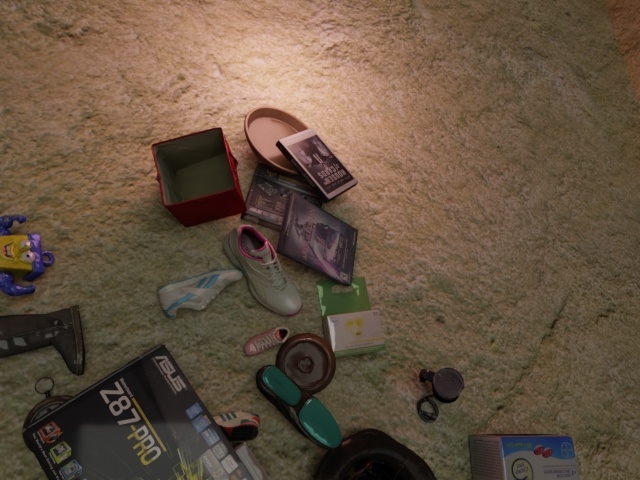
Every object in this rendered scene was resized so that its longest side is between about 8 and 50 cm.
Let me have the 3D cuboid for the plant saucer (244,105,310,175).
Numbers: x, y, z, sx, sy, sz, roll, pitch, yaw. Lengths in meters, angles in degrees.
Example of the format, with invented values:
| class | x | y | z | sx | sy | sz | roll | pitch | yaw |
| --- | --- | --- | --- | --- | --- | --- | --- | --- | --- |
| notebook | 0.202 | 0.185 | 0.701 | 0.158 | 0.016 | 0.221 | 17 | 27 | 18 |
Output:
| class | x | y | z | sx | sy | sz | roll | pitch | yaw |
| --- | --- | --- | --- | --- | --- | --- | --- | --- | --- |
| plant saucer | -0.119 | -0.310 | 1.422 | 0.278 | 0.041 | 0.277 | 20 | 49 | -24 |

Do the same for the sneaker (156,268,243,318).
| class | x | y | z | sx | sy | sz | roll | pitch | yaw |
| --- | --- | --- | --- | --- | --- | --- | --- | --- | --- |
| sneaker | -0.316 | 0.138 | 1.212 | 0.229 | 0.087 | 0.092 | -19 | 85 | -18 |

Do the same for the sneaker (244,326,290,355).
| class | x | y | z | sx | sy | sz | roll | pitch | yaw |
| --- | --- | --- | --- | --- | --- | --- | --- | --- | --- |
| sneaker | -0.143 | 0.272 | 1.227 | 0.134 | 0.070 | 0.051 | -21 | 81 | -24 |

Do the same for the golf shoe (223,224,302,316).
| class | x | y | z | sx | sy | sz | roll | pitch | yaw |
| --- | --- | --- | --- | --- | --- | --- | --- | --- | --- |
| golf shoe | -0.155 | 0.084 | 1.254 | 0.115 | 0.140 | 0.306 | -41 | 89 | -29 |

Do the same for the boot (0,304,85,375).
| class | x | y | z | sx | sy | sz | roll | pitch | yaw |
| --- | --- | --- | --- | --- | --- | --- | --- | --- | --- |
| boot | -0.670 | 0.247 | 1.044 | 0.209 | 0.076 | 0.189 | -8 | 60 | -29 |

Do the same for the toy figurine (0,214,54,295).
| class | x | y | z | sx | sy | sz | roll | pitch | yaw |
| --- | --- | --- | --- | --- | --- | --- | --- | --- | --- |
| toy figurine | -0.772 | 0.025 | 1.083 | 0.217 | 0.191 | 0.362 | 6 | 58 | -50 |

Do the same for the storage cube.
| class | x | y | z | sx | sy | sz | roll | pitch | yaw |
| --- | --- | --- | --- | --- | --- | --- | --- | --- | --- |
| storage cube | -0.320 | -0.165 | 1.226 | 0.215 | 0.193 | 0.183 | -15 | 76 | -5 |

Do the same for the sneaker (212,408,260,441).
| class | x | y | z | sx | sy | sz | roll | pitch | yaw |
| --- | --- | --- | --- | --- | --- | --- | --- | --- | --- |
| sneaker | -0.231 | 0.466 | 1.138 | 0.161 | 0.075 | 0.057 | -2 | 102 | 5 |

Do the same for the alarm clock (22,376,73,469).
| class | x | y | z | sx | sy | sz | roll | pitch | yaw |
| --- | --- | --- | --- | --- | --- | --- | --- | --- | --- |
| alarm clock | -0.606 | 0.402 | 1.020 | 0.129 | 0.064 | 0.192 | -21 | 76 | -25 |

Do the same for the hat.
| class | x | y | z | sx | sy | sz | roll | pitch | yaw |
| --- | --- | --- | --- | --- | --- | --- | --- | --- | --- |
| hat | 0.136 | 0.668 | 1.149 | 0.332 | 0.134 | 0.331 | 6 | 53 | -7 |

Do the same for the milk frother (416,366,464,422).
| class | x | y | z | sx | sy | sz | roll | pitch | yaw |
| --- | --- | --- | --- | --- | --- | --- | --- | --- | --- |
| milk frother | 0.346 | 0.451 | 1.301 | 0.129 | 0.134 | 0.143 | 1 | 64 | 13 |

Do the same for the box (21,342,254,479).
| class | x | y | z | sx | sy | sz | roll | pitch | yaw |
| --- | --- | --- | --- | --- | --- | --- | --- | --- | --- |
| box | -0.379 | 0.474 | 0.966 | 0.318 | 0.097 | 0.395 | -30 | 74 | -30 |

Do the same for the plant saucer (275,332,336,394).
| class | x | y | z | sx | sy | sz | roll | pitch | yaw |
| --- | --- | --- | --- | --- | --- | --- | --- | --- | --- |
| plant saucer | -0.040 | 0.340 | 1.235 | 0.169 | 0.029 | 0.168 | 0 | 78 | -2 |

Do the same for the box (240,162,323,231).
| class | x | y | z | sx | sy | sz | roll | pitch | yaw |
| --- | --- | --- | --- | --- | --- | --- | --- | --- | --- |
| box | -0.111 | -0.118 | 1.388 | 0.231 | 0.056 | 0.183 | 18 | 64 | -13 |

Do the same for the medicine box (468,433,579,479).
| class | x | y | z | sx | sy | sz | roll | pitch | yaw |
| --- | --- | --- | --- | --- | --- | --- | --- | --- | --- |
| medicine box | 0.592 | 0.714 | 1.288 | 0.264 | 0.149 | 0.289 | 7 | 68 | -17 |

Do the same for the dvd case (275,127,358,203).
| class | x | y | z | sx | sy | sz | roll | pitch | yaw |
| --- | --- | --- | --- | --- | --- | --- | --- | --- | --- |
| dvd case | -0.007 | -0.239 | 1.405 | 0.238 | 0.029 | 0.179 | 50 | 43 | 5 |

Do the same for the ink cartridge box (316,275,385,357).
| class | x | y | z | sx | sy | sz | roll | pitch | yaw |
| --- | --- | --- | --- | --- | --- | --- | --- | --- | --- |
| ink cartridge box | 0.089 | 0.222 | 1.339 | 0.171 | 0.056 | 0.235 | -3 | 74 | -20 |

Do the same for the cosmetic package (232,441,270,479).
| class | x | y | z | sx | sy | sz | roll | pitch | yaw |
| --- | --- | --- | --- | --- | --- | --- | --- | --- | --- |
| cosmetic package | -0.250 | 0.601 | 1.050 | 0.238 | 0.107 | 0.127 | -32 | 81 | -30 |

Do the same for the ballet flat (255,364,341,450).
| class | x | y | z | sx | sy | sz | roll | pitch | yaw |
| --- | --- | --- | --- | --- | --- | --- | --- | --- | --- |
| ballet flat | -0.062 | 0.438 | 1.181 | 0.280 | 0.096 | 0.095 | 45 | 50 | 4 |

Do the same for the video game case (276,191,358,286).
| class | x | y | z | sx | sy | sz | roll | pitch | yaw |
| --- | --- | --- | --- | --- | --- | --- | --- | --- | --- |
| video game case | 0.000 | 0.000 | 1.338 | 0.274 | 0.026 | 0.196 | 29 | 58 | -33 |
